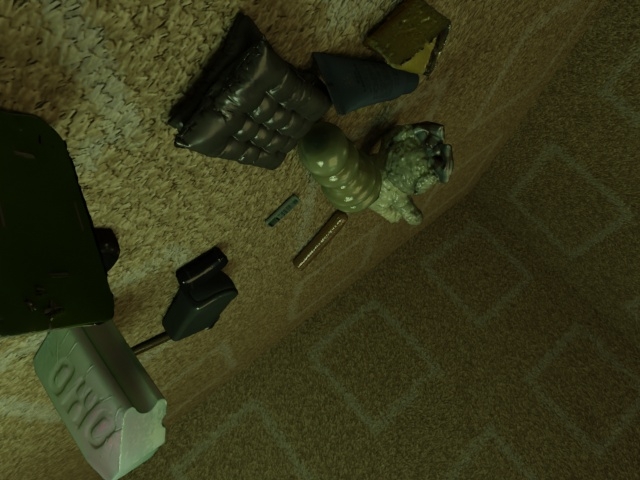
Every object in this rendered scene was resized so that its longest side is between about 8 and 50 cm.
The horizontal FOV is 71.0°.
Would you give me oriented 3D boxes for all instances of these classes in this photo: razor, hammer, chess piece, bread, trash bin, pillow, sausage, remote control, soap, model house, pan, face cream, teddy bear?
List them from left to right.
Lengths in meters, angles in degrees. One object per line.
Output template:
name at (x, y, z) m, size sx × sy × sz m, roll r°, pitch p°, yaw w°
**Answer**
model house at (-0.409, -0.006, 0.538) m, size 0.153 × 0.294 × 0.207 m, roll -26°, pitch 168°, yaw 21°
pan at (-0.455, 0.056, 0.907) m, size 0.128 × 0.048 × 0.202 m, roll -35°, pitch 162°, yaw -25°
soap at (-0.498, 0.351, 1.027) m, size 0.208 × 0.347 × 0.115 m, roll -48°, pitch 163°, yaw 23°
hammer at (-0.494, 0.312, 1.483) m, size 0.365 × 0.043 × 0.111 m, roll -21°, pitch 155°, yaw -44°
trash bin at (-0.363, 0.193, 1.367) m, size 0.176 × 0.101 × 0.236 m, roll -21°, pitch 156°, yaw -52°
razor at (-0.326, 0.083, 1.248) m, size 0.148 × 0.054 × 0.090 m, roll -34°, pitch 165°, yaw -21°
pillow at (-0.109, -0.247, 0.850) m, size 0.228 × 0.101 × 0.326 m, roll -44°, pitch 162°, yaw 18°
remote control at (-0.114, -0.088, 1.354) m, size 0.124 × 0.018 × 0.053 m, roll -43°, pitch 162°, yaw 2°
sausage at (0.000, 0.000, 1.752) m, size 0.301 × 0.066 × 0.065 m, roll -46°, pitch 163°, yaw 21°
chess piece at (0.046, -0.202, 1.194) m, size 0.182 × 0.182 × 0.330 m, roll -44°, pitch 157°, yaw 6°
face cream at (0.121, -0.368, 1.044) m, size 0.086 × 0.136 × 0.385 m, roll -19°, pitch -175°, yaw 40°
bread at (0.186, -0.437, 0.958) m, size 0.127 × 0.147 × 0.152 m, roll -4°, pitch 134°, yaw -44°
teddy bear at (0.295, -0.216, 1.424) m, size 0.362 × 0.328 × 0.375 m, roll -20°, pitch 167°, yaw 32°

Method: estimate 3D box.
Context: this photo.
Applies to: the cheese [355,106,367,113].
cheese at (0.121, -0.363, 1.177) m, size 0.083 × 0.030 × 0.044 m, roll -43°, pitch 158°, yaw -17°
